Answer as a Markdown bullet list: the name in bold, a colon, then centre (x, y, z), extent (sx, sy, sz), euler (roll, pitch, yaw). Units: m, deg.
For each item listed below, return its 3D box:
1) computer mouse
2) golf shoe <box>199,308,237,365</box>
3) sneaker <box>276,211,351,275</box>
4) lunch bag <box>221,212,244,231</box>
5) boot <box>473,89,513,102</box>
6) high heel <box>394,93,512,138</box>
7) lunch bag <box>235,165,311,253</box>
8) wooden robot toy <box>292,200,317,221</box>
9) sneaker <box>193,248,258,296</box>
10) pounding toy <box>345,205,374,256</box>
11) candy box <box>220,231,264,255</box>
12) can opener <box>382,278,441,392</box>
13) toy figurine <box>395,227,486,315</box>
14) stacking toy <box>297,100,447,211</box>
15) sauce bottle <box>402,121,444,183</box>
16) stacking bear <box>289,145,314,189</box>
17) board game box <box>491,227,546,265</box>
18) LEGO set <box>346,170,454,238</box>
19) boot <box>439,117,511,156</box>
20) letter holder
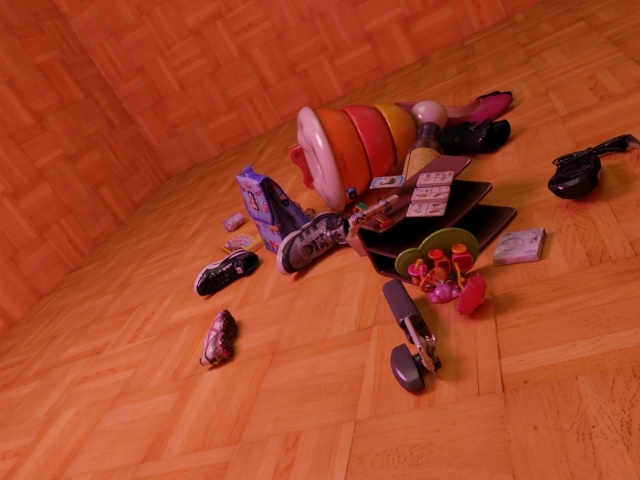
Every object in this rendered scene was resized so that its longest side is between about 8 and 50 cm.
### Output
- **computer mouse**: centre (0.598, -0.154, 1.166), extent (0.184, 0.060, 0.262), euler (-20, 12, 32)
- **golf shoe**: centre (-0.262, 0.240, 1.359), extent (0.086, 0.067, 0.186), euler (-27, 23, 11)
- **sneaker**: centre (0.000, 0.000, 1.501), extent (0.153, 0.101, 0.268), euler (-6, 29, 49)
- **lunch bag**: centre (-0.346, -0.072, 2.147), extent (0.071, 0.053, 0.083), euler (-40, 14, -28)
- **boot**: centre (0.605, -0.490, 1.886), extent (0.121, 0.045, 0.099), euler (-26, 22, -1)
- **high heel**: centre (0.442, -0.451, 1.817), extent (0.377, 0.181, 0.127), euler (-24, 23, 15)
- **lunch bag**: centre (-0.146, -0.102, 1.646), extent (0.138, 0.293, 0.221), euler (-36, 23, -15)
- **wooden robot toy**: centre (-0.075, -0.107, 1.854), extent (0.076, 0.079, 0.173), euler (-40, 25, -24)
- **sneaker**: centre (-0.288, 0.098, 1.677), extent (0.217, 0.079, 0.121), euler (-41, 23, -28)
- **pounding toy**: centre (0.145, -0.024, 1.414), extent (0.141, 0.100, 0.130), euler (-10, 44, 45)
- **candy box**: centre (-0.280, 0.019, 1.906), extent (0.105, 0.027, 0.206), euler (-34, 23, -19)
- **can opener**: centre (0.156, 0.162, 1.005), extent (0.093, 0.074, 0.280), euler (-27, 22, 9)
- **toy figurine**: centre (0.242, 0.075, 1.028), extent (0.173, 0.130, 0.159), euler (-11, 33, 2)
- **stacking toy**: centre (0.190, -0.322, 1.735), extent (0.480, 0.350, 0.350), euler (-20, 22, -6)
- **sauce bottle**: centre (0.290, -0.208, 1.500), extent (0.111, 0.111, 0.344), euler (-14, 40, 33)
- **stacking bear**: centre (0.009, -0.346, 2.173), extent (0.164, 0.175, 0.289), euler (-24, 15, 20)
- **board game box**: centre (0.403, 0.013, 1.092), extent (0.090, 0.020, 0.090), euler (-10, 29, 39)
- **LEGO set**: centre (0.163, -0.082, 1.185), extent (0.244, 0.060, 0.182), euler (-2, 34, 22)
- **boot**: centre (0.422, -0.294, 1.622), extent (0.246, 0.094, 0.207), euler (-29, 18, -14)
- **letter holder**: centre (0.266, -0.050, 1.226), extent (0.302, 0.152, 0.214), euler (-38, 25, -19)
